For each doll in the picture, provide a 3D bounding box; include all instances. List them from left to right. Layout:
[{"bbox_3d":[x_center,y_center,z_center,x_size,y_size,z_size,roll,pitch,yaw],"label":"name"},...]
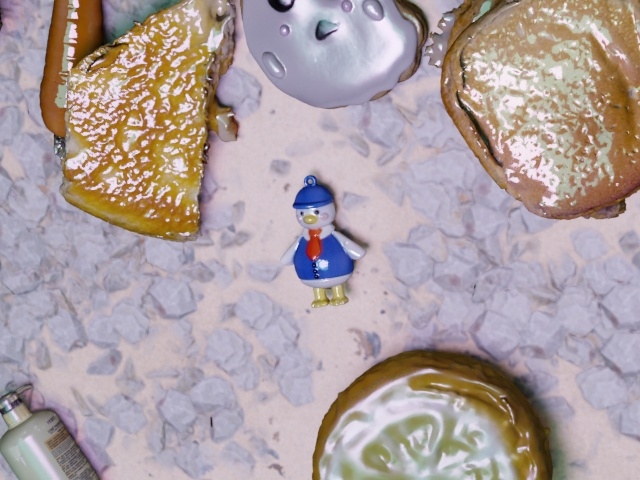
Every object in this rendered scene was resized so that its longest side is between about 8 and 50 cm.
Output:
[{"bbox_3d":[0.000,0.000,1.941,0.098,0.057,0.143,-4,102,22],"label":"doll"}]

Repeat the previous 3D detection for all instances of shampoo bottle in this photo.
[{"bbox_3d":[-0.325,0.248,2.131,0.079,0.079,0.162,-30,97,26],"label":"shampoo bottle"}]

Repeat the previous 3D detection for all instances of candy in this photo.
[{"bbox_3d":[0.116,0.242,1.924,0.259,0.118,0.260,0,96,4],"label":"candy"}]

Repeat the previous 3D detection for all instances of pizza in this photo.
[{"bbox_3d":[-0.176,-0.144,1.931,0.189,0.071,0.297,11,115,-7],"label":"pizza"}]

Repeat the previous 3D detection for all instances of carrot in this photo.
[{"bbox_3d":[-0.257,-0.245,1.942,0.069,0.069,0.336,14,109,15],"label":"carrot"}]

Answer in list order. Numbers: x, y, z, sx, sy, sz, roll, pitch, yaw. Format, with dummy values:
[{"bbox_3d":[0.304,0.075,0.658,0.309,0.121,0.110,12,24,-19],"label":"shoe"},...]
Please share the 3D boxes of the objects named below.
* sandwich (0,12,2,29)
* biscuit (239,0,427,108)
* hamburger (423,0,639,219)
[{"bbox_3d":[-0.462,-0.217,1.988,0.235,0.159,0.079,-32,74,47],"label":"sandwich"},{"bbox_3d":[0.001,-0.229,1.863,0.181,0.049,0.208,-27,99,25],"label":"biscuit"},{"bbox_3d":[0.222,-0.155,1.718,0.260,0.211,0.245,13,105,9],"label":"hamburger"}]
